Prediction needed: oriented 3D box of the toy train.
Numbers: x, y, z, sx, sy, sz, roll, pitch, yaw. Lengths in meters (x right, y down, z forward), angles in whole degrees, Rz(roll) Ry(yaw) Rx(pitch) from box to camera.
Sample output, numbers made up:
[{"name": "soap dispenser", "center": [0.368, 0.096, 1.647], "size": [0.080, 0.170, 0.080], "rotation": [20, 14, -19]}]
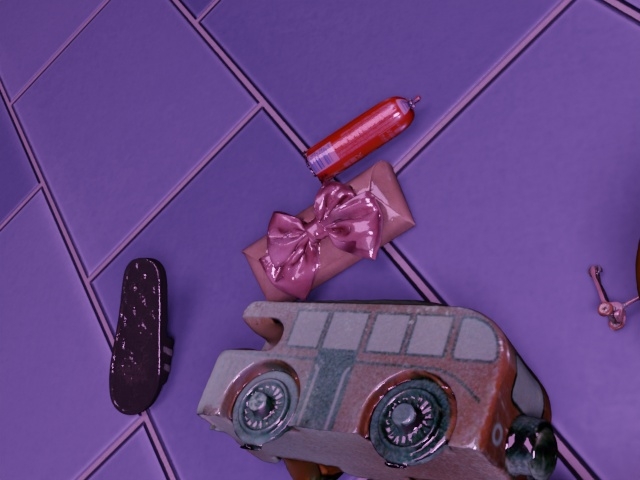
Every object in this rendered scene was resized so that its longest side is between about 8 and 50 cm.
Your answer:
[{"name": "toy train", "center": [0.051, 0.137, 0.771], "size": [0.326, 0.129, 0.159], "rotation": [-2, 57, 37]}]

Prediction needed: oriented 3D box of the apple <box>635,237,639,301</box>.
[{"name": "apple", "center": [0.313, 0.013, 0.602], "size": [0.195, 0.196, 0.196], "rotation": [-19, 54, 28]}]

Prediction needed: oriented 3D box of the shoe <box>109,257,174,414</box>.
[{"name": "shoe", "center": [-0.195, 0.110, 1.026], "size": [0.071, 0.049, 0.179], "rotation": [4, 89, 27]}]

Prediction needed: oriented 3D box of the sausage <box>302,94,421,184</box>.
[{"name": "sausage", "center": [0.049, -0.118, 0.985], "size": [0.145, 0.048, 0.050], "rotation": [-33, 10, 17]}]

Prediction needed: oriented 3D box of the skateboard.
[{"name": "skateboard", "center": [0.266, 0.030, 0.739], "size": [0.083, 0.032, 0.064], "rotation": [-29, 39, 24]}]

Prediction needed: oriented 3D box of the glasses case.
[{"name": "glasses case", "center": [0.000, 0.000, 0.930], "size": [0.193, 0.070, 0.103], "rotation": [-32, 50, 18]}]
